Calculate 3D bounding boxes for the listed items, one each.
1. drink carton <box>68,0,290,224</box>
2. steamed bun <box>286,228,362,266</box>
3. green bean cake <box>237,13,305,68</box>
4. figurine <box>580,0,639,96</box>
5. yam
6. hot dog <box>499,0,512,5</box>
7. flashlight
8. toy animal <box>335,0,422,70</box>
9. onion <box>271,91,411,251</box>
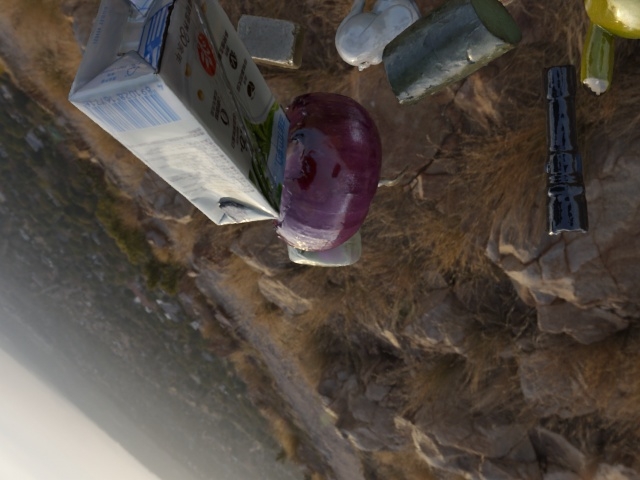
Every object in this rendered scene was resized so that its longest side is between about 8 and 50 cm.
[{"bbox_3d":[-0.163,-0.179,0.619,0.131,0.195,0.324,-4,155,19],"label":"drink carton"},{"bbox_3d":[0.000,0.000,1.352,0.238,0.152,0.170,2,98,28],"label":"steamed bun"},{"bbox_3d":[-0.136,-0.539,1.203,0.179,0.085,0.109,17,104,16],"label":"green bean cake"},{"bbox_3d":[0.414,-0.346,0.497,0.169,0.218,0.327,54,179,15],"label":"figurine"},{"bbox_3d":[0.261,-0.409,0.938,0.268,0.161,0.161,-21,114,46],"label":"yam"},{"bbox_3d":[0.526,-0.832,1.444,0.261,0.093,0.123,26,142,9],"label":"hot dog"},{"bbox_3d":[0.598,-0.226,1.102,0.103,0.103,0.425,-4,89,45],"label":"flashlight"},{"bbox_3d":[0.187,-0.689,1.429,0.248,0.290,0.174,7,151,32],"label":"toy animal"},{"bbox_3d":[0.018,-0.145,1.013,0.344,0.359,0.358,21,143,5],"label":"onion"}]
